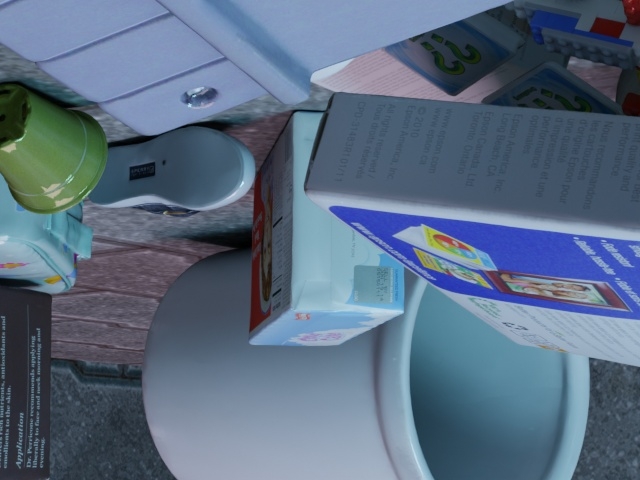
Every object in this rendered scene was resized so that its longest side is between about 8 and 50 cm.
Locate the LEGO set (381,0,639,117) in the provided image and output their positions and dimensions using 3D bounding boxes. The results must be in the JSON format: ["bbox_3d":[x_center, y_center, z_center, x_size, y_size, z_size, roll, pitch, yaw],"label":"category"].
[{"bbox_3d":[0.088,-0.101,0.671,0.182,0.060,0.244,32,160,-13],"label":"LEGO set"}]

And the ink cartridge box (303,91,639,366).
[{"bbox_3d":[0.193,0.017,0.733,0.307,0.072,0.303,7,165,30],"label":"ink cartridge box"}]

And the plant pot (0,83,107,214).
[{"bbox_3d":[-0.206,-0.071,1.049,0.083,0.083,0.079,-3,158,22],"label":"plant pot"}]

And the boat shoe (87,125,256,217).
[{"bbox_3d":[-0.101,-0.053,1.193,0.183,0.065,0.083,0,175,43],"label":"boat shoe"}]

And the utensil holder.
[{"bbox_3d":[0.041,0.148,1.614,0.385,0.327,0.327,-5,170,41],"label":"utensil holder"}]

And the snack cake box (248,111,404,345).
[{"bbox_3d":[0.000,0.000,1.214,0.089,0.152,0.264,2,171,-9],"label":"snack cake box"}]

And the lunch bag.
[{"bbox_3d":[-0.309,-0.021,1.239,0.224,0.108,0.279,-1,171,-1],"label":"lunch bag"}]

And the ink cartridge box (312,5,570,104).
[{"bbox_3d":[0.032,-0.123,0.862,0.179,0.045,0.145,24,163,-21],"label":"ink cartridge box"}]

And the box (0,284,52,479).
[{"bbox_3d":[-0.347,0.119,1.230,0.167,0.168,0.203,-4,170,26],"label":"box"}]

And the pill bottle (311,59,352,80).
[{"bbox_3d":[-0.069,-0.127,0.575,0.180,0.108,0.108,7,169,-33],"label":"pill bottle"}]

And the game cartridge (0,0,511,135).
[{"bbox_3d":[0.046,-0.132,0.386,0.355,0.068,0.230,-18,162,19],"label":"game cartridge"}]

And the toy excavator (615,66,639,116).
[{"bbox_3d":[0.273,-0.032,0.919,0.445,0.222,0.433,17,164,-29],"label":"toy excavator"}]
